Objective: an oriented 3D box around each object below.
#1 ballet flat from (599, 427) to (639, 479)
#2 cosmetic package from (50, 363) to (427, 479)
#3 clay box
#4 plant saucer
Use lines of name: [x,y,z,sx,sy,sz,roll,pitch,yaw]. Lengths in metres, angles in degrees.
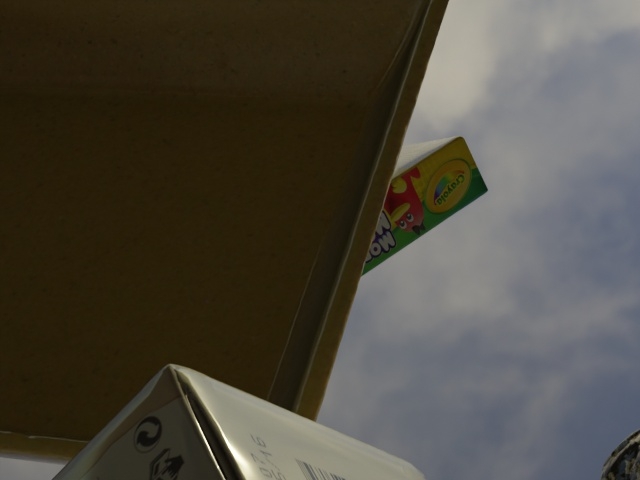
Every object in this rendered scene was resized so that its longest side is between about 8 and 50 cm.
ballet flat: [0.174,0.270,0.743,0.164,0.182,0.482,22,-122,-1]
cosmetic package: [-0.087,0.203,0.550,0.309,0.160,0.113,-44,-132,13]
clay box: [0.000,0.000,1.107,0.222,0.127,0.053,-34,-76,-27]
plant saucer: [-0.119,-0.009,0.785,0.333,0.081,0.332,4,-132,18]
